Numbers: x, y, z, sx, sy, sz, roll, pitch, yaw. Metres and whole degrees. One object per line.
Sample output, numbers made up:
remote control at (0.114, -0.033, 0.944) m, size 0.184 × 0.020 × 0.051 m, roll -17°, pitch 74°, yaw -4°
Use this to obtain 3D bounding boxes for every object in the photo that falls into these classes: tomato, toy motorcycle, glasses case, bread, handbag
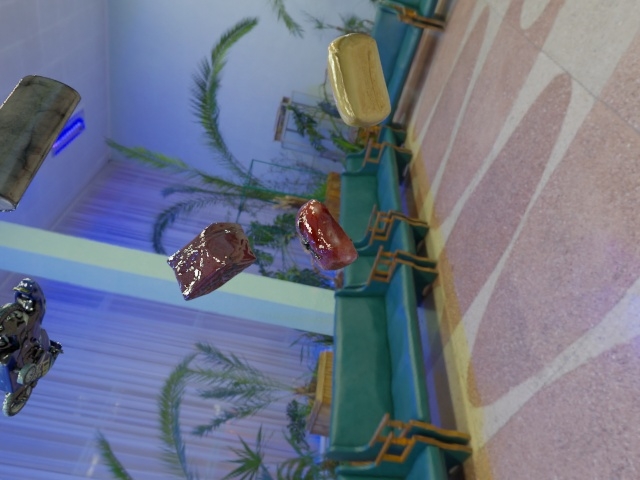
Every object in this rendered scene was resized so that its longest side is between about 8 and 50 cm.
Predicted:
tomato at (-0.001, 0.003, 1.310) m, size 0.101 × 0.227 × 0.228 m, roll -36°, pitch -6°, yaw -15°
toy motorcycle at (-0.610, 0.221, 0.946) m, size 0.168 × 0.113 × 0.315 m, roll -75°, pitch 3°, yaw -56°
glasses case at (-0.564, -0.191, 0.867) m, size 0.060 × 0.114 × 0.299 m, roll 121°, pitch 159°, yaw -53°
bread at (0.085, -0.380, 1.106) m, size 0.098 × 0.148 × 0.217 m, roll 8°, pitch 113°, yaw 58°
handbag at (-0.287, 0.051, 1.207) m, size 0.225 × 0.135 × 0.146 m, roll -36°, pitch -15°, yaw 27°
